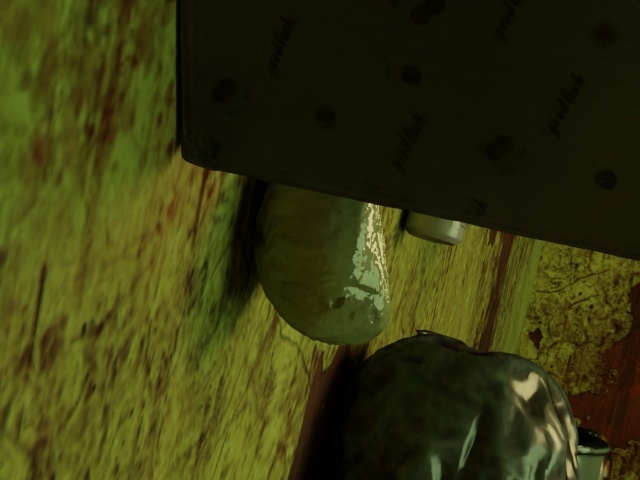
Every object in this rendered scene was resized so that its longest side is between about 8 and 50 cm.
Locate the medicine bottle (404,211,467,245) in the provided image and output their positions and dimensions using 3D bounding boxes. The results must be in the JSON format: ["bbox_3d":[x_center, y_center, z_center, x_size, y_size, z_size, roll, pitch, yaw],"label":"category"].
[{"bbox_3d":[0.106,-0.043,1.205,0.052,0.052,0.089,34,70,-77],"label":"medicine bottle"}]

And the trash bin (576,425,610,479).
[{"bbox_3d":[0.145,0.296,1.375,0.277,0.217,0.263,13,91,-41],"label":"trash bin"}]

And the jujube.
[{"bbox_3d":[0.094,0.229,1.116,0.226,0.226,0.317,46,54,-76],"label":"jujube"}]

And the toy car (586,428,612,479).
[{"bbox_3d":[0.274,0.315,1.921,0.340,0.240,0.271,30,76,-74],"label":"toy car"}]

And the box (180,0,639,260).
[{"bbox_3d":[0.113,-0.141,0.566,0.190,0.297,0.225,-66,164,-51],"label":"box"}]

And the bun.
[{"bbox_3d":[0.000,0.000,0.741,0.115,0.069,0.115,-5,90,-88],"label":"bun"}]
